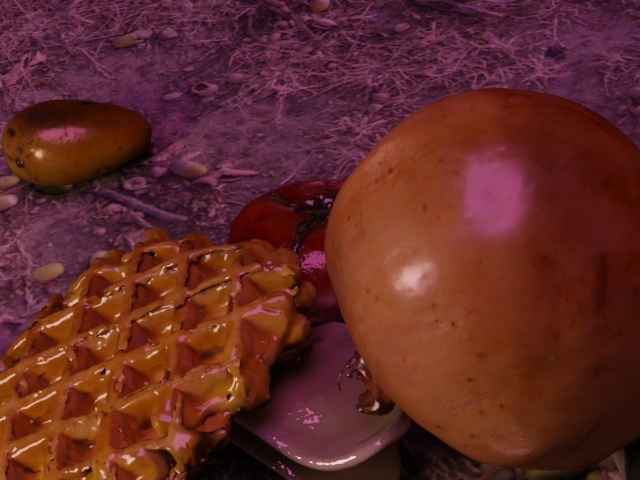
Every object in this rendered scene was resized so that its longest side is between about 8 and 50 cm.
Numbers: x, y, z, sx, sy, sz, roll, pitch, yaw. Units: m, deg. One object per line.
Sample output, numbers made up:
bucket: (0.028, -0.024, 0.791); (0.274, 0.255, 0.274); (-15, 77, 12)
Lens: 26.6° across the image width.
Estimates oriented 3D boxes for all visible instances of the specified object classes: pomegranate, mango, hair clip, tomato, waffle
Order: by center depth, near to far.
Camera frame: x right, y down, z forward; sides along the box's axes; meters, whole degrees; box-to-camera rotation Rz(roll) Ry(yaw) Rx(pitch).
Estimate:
pomegranate: (0.149, 0.041, 1.149); (0.338, 0.338, 0.338); (-8, 38, 6)
hair clip: (-0.015, 0.160, 1.309); (0.173, 0.113, 0.282); (-31, 41, -22)
waffle: (-0.189, 0.126, 1.330); (0.380, 0.095, 0.382); (7, 47, 47)
tomato: (-0.001, -0.004, 1.504); (0.228, 0.101, 0.228); (-3, 29, 1)
mango: (-0.319, -0.134, 1.776); (0.195, 0.098, 0.137); (-14, 34, -10)

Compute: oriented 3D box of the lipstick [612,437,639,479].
lipstick: (0.283, 0.081, 1.353); (0.080, 0.076, 0.371); (-12, 38, 1)
